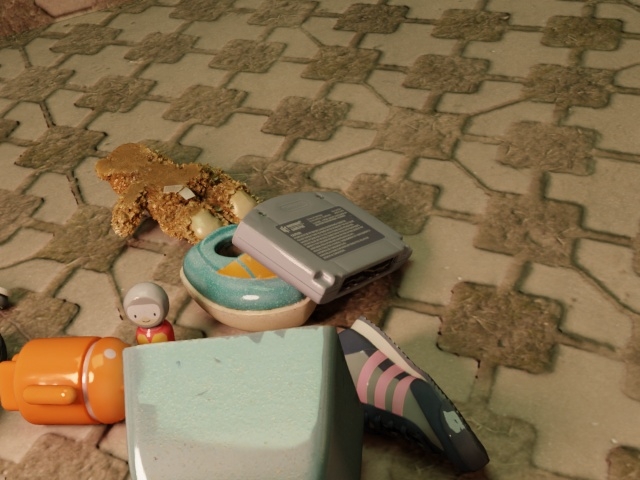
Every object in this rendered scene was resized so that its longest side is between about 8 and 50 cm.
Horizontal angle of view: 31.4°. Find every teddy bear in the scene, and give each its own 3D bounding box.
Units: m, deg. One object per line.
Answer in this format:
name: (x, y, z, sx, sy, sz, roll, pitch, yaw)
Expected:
teddy bear: (-0.262, -0.071, 2.086, 0.337, 0.113, 0.245, 12, 44, 22)

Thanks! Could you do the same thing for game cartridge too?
game cartridge: (0.000, 0.000, 1.756, 0.196, 0.060, 0.294, 39, 27, 19)

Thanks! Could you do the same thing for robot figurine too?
robot figurine: (-0.346, 0.198, 1.620, 0.219, 0.158, 0.128, -3, 60, 15)

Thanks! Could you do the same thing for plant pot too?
plant pot: (-0.082, 0.275, 1.300, 0.247, 0.247, 0.252, -7, 57, 8)

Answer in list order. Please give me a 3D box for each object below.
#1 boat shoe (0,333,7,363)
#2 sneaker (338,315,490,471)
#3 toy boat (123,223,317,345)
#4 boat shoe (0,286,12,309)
boat shoe: (-0.537, 0.189, 1.653, 0.127, 0.113, 0.340, 22, 25, 4)
sneaker: (0.092, 0.224, 1.478, 0.131, 0.112, 0.319, -38, 34, -8)
toy boat: (-0.154, 0.073, 1.744, 0.318, 0.148, 0.267, -32, 36, -31)
boat shoe: (-0.680, 0.112, 1.940, 0.319, 0.116, 0.099, 2, 75, 9)
